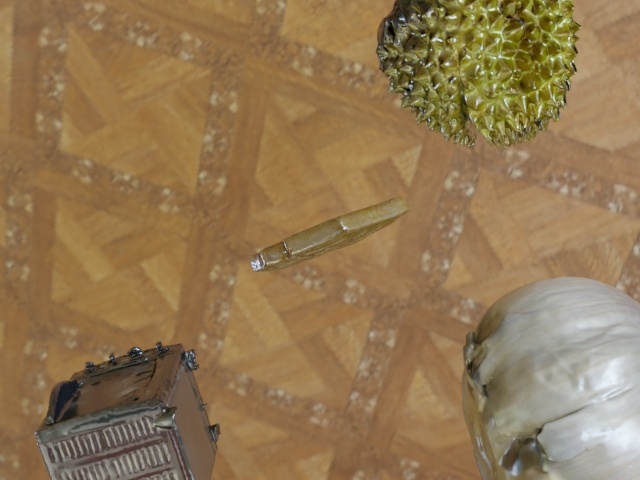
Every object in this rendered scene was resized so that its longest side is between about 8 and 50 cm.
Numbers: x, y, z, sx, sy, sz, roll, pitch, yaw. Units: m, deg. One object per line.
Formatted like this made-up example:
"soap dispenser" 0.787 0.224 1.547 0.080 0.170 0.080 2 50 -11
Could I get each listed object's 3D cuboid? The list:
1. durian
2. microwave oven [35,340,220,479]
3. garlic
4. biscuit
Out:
"durian" 0.129 -0.203 1.111 0.193 0.138 0.237 150 114 -66
"microwave oven" -0.240 0.252 1.574 0.178 0.247 0.188 -14 101 3
"garlic" 0.259 0.192 1.267 0.241 0.322 0.322 0 124 14
"biscuit" 0.001 0.002 1.535 0.215 0.182 0.034 -24 86 46
